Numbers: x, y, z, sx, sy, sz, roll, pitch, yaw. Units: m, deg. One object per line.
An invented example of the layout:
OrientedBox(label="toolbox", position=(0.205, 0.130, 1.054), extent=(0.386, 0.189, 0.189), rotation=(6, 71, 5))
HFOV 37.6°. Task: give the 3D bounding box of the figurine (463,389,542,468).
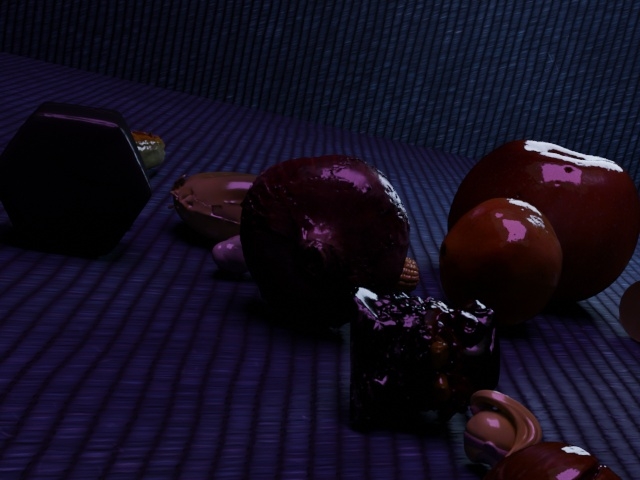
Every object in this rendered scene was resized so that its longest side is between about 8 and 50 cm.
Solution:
OrientedBox(label="figurine", position=(0.227, 0.232, 0.990), extent=(0.187, 0.083, 0.083), rotation=(35, 24, 32))

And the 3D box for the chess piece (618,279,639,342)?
OrientedBox(label="chess piece", position=(0.713, 0.132, 1.718), extent=(0.397, 0.117, 0.117), rotation=(4, 17, -37))

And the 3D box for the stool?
OrientedBox(label="stool", position=(-0.371, -0.097, 1.416), extent=(0.232, 0.232, 0.141), rotation=(9, 17, -15))

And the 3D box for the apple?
OrientedBox(label="apple", position=(0.416, -0.038, 1.757), extent=(0.348, 0.277, 0.348), rotation=(12, 15, -3))

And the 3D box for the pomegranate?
OrientedBox(label="pomegranate", position=(0.292, 0.036, 1.516), extent=(0.209, 0.209, 0.209), rotation=(12, 14, -3))

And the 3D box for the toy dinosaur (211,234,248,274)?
OrientedBox(label="toy dinosaur", position=(-0.057, 0.027, 1.483), extent=(0.177, 0.152, 0.194), rotation=(-23, -11, 23))

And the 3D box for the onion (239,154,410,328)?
OrientedBox(label="onion", position=(0.000, 0.000, 1.298), extent=(0.252, 0.252, 0.219), rotation=(15, 16, 8))

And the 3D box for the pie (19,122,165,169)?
OrientedBox(label="pie", position=(-0.484, -0.200, 1.974), extent=(0.315, 0.093, 0.315), rotation=(9, 11, -2))

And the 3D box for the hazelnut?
OrientedBox(label="hazelnut", position=(0.195, 0.246, 0.800), extent=(0.143, 0.143, 0.154), rotation=(5, 9, -30))

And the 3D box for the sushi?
OrientedBox(label="sushi", position=(0.131, 0.135, 1.105), extent=(0.150, 0.153, 0.172), rotation=(-3, -12, 19))

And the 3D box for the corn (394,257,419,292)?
OrientedBox(label="corn", position=(0.082, 0.047, 1.578), extent=(0.165, 0.063, 0.085), rotation=(9, 39, -9))

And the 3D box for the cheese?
OrientedBox(label="cheese", position=(-0.120, -0.054, 1.677), extent=(0.315, 0.128, 0.259), rotation=(8, 5, -38))
